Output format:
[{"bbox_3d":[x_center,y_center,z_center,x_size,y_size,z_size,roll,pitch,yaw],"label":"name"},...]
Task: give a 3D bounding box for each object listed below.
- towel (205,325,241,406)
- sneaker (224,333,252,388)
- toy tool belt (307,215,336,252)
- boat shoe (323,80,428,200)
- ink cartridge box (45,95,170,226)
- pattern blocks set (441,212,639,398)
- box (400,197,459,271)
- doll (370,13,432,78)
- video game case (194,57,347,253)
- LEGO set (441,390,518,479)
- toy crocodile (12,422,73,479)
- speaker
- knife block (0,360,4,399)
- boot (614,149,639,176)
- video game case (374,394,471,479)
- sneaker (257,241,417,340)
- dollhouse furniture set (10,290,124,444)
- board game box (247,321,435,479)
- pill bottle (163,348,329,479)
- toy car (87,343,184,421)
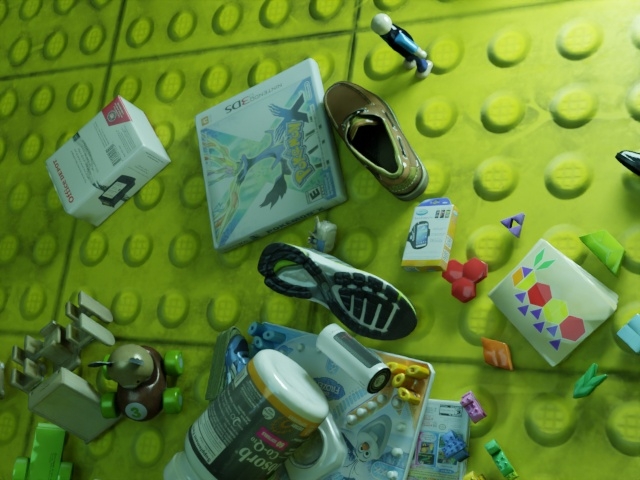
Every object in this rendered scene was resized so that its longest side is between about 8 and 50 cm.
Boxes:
[{"bbox_3d":[-0.185,0.240,1.724,0.110,0.027,0.148,149,133,-65],"label":"towel"},{"bbox_3d":[-0.138,0.241,1.649,0.059,0.053,0.144,-10,76,32],"label":"sneaker"},{"bbox_3d":[0.000,0.000,1.721,0.051,0.052,0.083,30,118,42],"label":"toy tool belt"},{"bbox_3d":[0.092,-0.209,1.703,0.111,0.104,0.307,-45,57,9],"label":"boat shoe"},{"bbox_3d":[-0.476,-0.175,2.024,0.237,0.100,0.172,-39,58,12],"label":"ink cartridge box"},{"bbox_3d":[0.373,0.097,1.480,0.285,0.026,0.325,-38,58,14],"label":"pattern blocks set"},{"bbox_3d":[0.196,-0.010,1.606,0.081,0.028,0.136,-2,60,38],"label":"box"},{"bbox_3d":[0.148,-0.363,1.674,0.046,0.189,0.129,-49,56,7],"label":"doll"},{"bbox_3d":[-0.110,-0.173,1.850,0.300,0.036,0.329,-23,63,22],"label":"video game case"},{"bbox_3d":[0.249,0.347,1.410,0.087,0.093,0.227,-35,64,8],"label":"LEGO set"},{"bbox_3d":[-0.562,0.539,1.832,0.115,0.105,0.341,3,68,-11],"label":"toy crocodile"},{"bbox_3d":[0.054,0.198,1.534,0.136,0.055,0.055,38,94,38],"label":"speaker"},{"bbox_3d":[-0.830,0.307,1.987,0.242,0.276,0.088,-8,66,-4],"label":"knife block"},{"bbox_3d":[0.548,-0.140,1.451,0.121,0.045,0.099,36,95,27],"label":"boot"},{"bbox_3d":[0.171,0.337,1.520,0.157,0.019,0.143,0,73,29],"label":"video game case"},{"bbox_3d":[0.042,0.080,1.629,0.300,0.121,0.111,28,104,14],"label":"sneaker"},{"bbox_3d":[-0.511,0.274,1.895,0.212,0.161,0.242,-38,36,13],"label":"dollhouse furniture set"},{"bbox_3d":[-0.026,0.360,1.593,0.390,0.050,0.390,10,78,36],"label":"board game box"},{"bbox_3d":[-0.129,0.332,1.540,0.278,0.162,0.162,-49,56,10],"label":"pill bottle"},{"bbox_3d":[-0.360,0.258,1.729,0.155,0.188,0.149,-5,69,6],"label":"toy car"}]
